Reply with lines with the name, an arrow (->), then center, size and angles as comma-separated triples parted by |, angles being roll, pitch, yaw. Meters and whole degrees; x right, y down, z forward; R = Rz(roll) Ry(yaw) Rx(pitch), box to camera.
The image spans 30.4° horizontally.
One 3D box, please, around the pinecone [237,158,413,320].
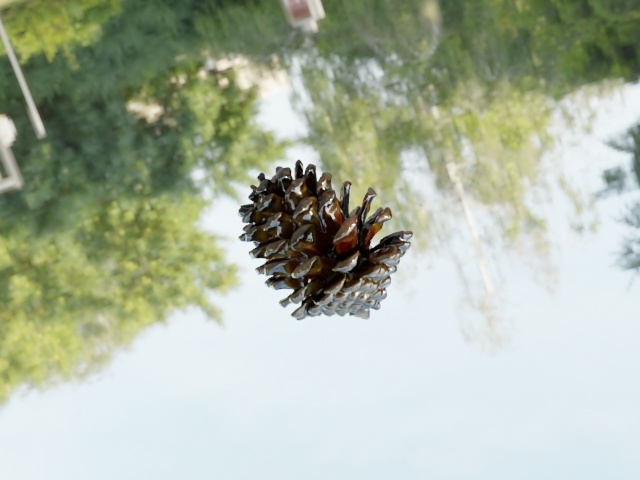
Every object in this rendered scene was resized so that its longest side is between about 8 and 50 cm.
pinecone -> -0.002, 0.003, 0.747 | 0.102, 0.109, 0.102 | -57, -171, 14
